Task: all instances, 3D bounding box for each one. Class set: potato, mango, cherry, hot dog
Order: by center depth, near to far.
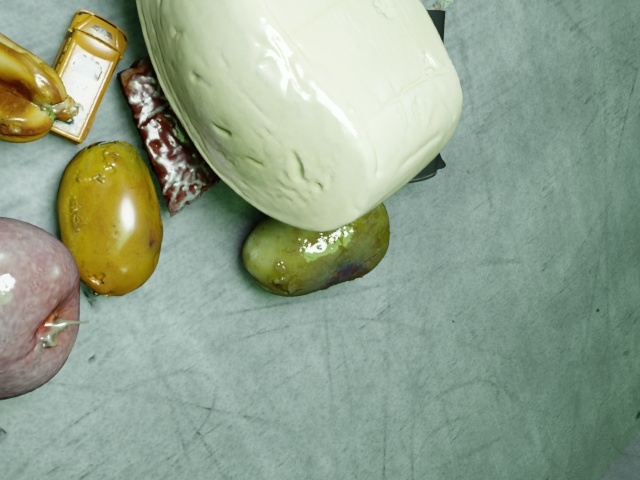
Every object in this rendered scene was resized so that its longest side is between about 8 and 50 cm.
[{"bbox_3d":[-0.480,-0.229,0.657,0.337,0.100,0.135,26,87,-11],"label":"hot dog"},{"bbox_3d":[-0.462,0.087,0.688,0.308,0.221,0.261,8,124,-9],"label":"cherry"},{"bbox_3d":[-0.323,-0.034,0.812,0.156,0.151,0.248,-8,96,-67],"label":"mango"},{"bbox_3d":[0.000,0.000,0.979,0.308,0.173,0.210,-23,147,-22],"label":"potato"}]

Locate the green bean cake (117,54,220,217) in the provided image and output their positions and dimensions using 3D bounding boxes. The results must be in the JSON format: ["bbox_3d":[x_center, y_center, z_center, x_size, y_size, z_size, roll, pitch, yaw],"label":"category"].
[{"bbox_3d":[-0.238,-0.188,0.846,0.198,0.097,0.232,-40,117,-19],"label":"green bean cake"}]

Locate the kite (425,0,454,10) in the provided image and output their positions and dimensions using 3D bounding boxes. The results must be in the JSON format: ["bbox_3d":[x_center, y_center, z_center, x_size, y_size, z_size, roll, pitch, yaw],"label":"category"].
[{"bbox_3d":[0.183,-0.451,1.100,0.314,0.011,0.335,-45,119,-16],"label":"kite"}]

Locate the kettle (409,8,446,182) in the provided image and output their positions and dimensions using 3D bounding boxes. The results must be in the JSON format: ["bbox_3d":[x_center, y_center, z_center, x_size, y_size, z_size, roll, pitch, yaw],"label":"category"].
[{"bbox_3d":[0.112,-0.267,0.983,0.262,0.203,0.307,-16,112,-29],"label":"kettle"}]

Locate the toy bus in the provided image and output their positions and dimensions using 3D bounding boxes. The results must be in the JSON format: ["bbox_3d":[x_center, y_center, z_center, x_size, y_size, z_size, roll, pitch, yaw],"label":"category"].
[{"bbox_3d":[-0.356,-0.245,0.767,0.083,0.088,0.194,23,88,-32],"label":"toy bus"}]

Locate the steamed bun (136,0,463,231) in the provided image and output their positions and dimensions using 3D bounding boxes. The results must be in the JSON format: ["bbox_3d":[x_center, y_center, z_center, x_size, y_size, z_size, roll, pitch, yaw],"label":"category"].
[{"bbox_3d":[-0.039,-0.248,0.758,0.371,0.290,0.455,-38,98,-42],"label":"steamed bun"}]
